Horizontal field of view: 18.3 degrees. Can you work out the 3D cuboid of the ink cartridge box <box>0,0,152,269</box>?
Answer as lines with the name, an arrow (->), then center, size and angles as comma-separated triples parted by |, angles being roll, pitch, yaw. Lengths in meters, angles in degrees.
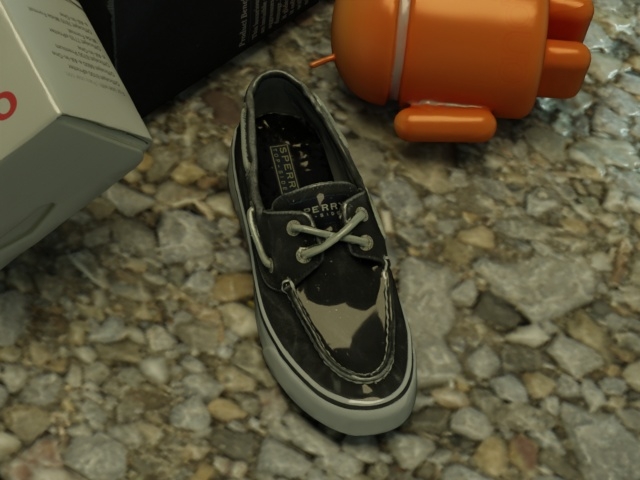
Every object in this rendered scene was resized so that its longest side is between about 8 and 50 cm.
ink cartridge box -> -0.294, -0.136, 1.420 | 0.223, 0.129, 0.307 | -36, 70, 17

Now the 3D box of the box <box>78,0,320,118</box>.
box -> -0.157, -0.289, 1.622 | 0.294, 0.182, 0.296 | -36, 61, -28

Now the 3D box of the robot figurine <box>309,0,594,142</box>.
robot figurine -> 0.104, -0.166, 1.582 | 0.219, 0.158, 0.128 | 6, 19, 0

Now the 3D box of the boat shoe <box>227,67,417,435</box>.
boat shoe -> 0.000, 0.000, 1.457 | 0.108, 0.102, 0.301 | -8, 53, -11
